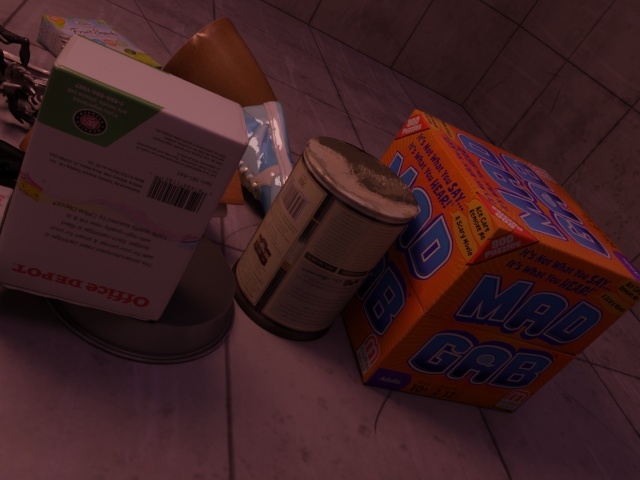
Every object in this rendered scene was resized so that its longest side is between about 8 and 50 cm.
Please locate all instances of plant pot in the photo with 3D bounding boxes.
[{"bbox_3d":[-0.211,-0.337,1.317,0.254,0.237,0.237,46,27,-10],"label":"plant pot"}]

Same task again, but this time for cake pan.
[{"bbox_3d":[-0.251,0.048,0.829,0.293,0.054,0.293,25,30,-16],"label":"cake pan"}]

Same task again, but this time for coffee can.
[{"bbox_3d":[0.000,0.000,0.925,0.202,0.275,0.201,25,30,-16],"label":"coffee can"}]

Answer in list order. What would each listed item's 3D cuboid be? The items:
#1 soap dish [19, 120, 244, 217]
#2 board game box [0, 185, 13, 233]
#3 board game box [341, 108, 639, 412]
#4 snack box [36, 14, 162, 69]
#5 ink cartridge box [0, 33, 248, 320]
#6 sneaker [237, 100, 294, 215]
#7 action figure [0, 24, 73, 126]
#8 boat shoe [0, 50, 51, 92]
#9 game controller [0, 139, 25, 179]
[{"bbox_3d":[-0.297,-0.127,0.915,0.291,0.118,0.229,4,18,-44],"label":"soap dish"},{"bbox_3d":[-0.519,-0.007,0.595,0.304,0.097,0.224,17,32,-27],"label":"board game box"},{"bbox_3d":[0.269,0.046,1.046,0.357,0.356,0.356,18,33,-27],"label":"board game box"},{"bbox_3d":[-0.500,-0.426,1.284,0.207,0.070,0.174,38,29,12],"label":"snack box"},{"bbox_3d":[-0.236,-0.059,0.663,0.202,0.278,0.117,20,29,-24],"label":"ink cartridge box"},{"bbox_3d":[-0.163,-0.142,1.167,0.208,0.127,0.318,-5,62,-11],"label":"sneaker"},{"bbox_3d":[-0.491,-0.282,0.969,0.276,0.141,0.164,42,45,-15],"label":"action figure"},{"bbox_3d":[-0.531,-0.288,1.074,0.206,0.075,0.064,21,73,-32],"label":"boat shoe"},{"bbox_3d":[-0.498,-0.124,0.706,0.167,0.067,0.319,33,3,-3],"label":"game controller"}]
